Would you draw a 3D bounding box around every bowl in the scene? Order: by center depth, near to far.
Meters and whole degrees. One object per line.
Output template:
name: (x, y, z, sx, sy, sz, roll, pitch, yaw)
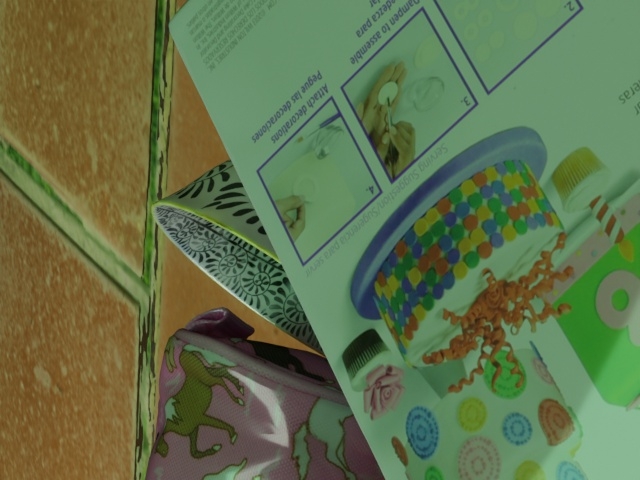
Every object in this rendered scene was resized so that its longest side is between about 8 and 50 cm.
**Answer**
bowl: (0.000, 0.000, 0.942, 0.080, 0.170, 0.170, -56, 29, -12)

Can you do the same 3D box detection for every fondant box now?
fondant box: (0.099, -0.034, 0.693, 0.238, 0.096, 0.330, -42, 58, 29)

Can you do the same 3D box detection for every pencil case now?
pencil case: (-0.064, 0.238, 0.948, 0.160, 0.167, 0.386, -166, 96, -80)
